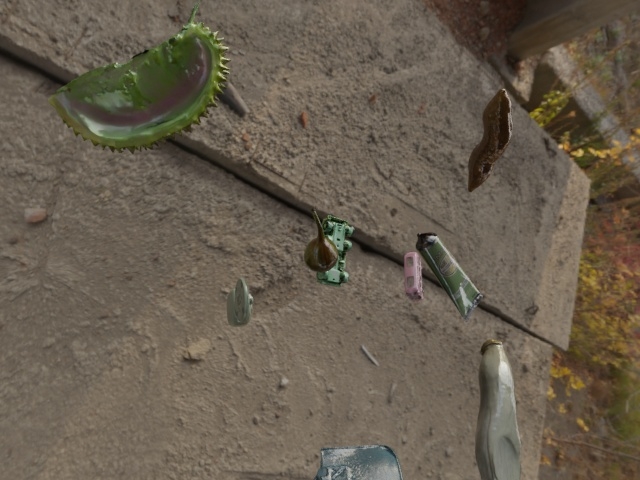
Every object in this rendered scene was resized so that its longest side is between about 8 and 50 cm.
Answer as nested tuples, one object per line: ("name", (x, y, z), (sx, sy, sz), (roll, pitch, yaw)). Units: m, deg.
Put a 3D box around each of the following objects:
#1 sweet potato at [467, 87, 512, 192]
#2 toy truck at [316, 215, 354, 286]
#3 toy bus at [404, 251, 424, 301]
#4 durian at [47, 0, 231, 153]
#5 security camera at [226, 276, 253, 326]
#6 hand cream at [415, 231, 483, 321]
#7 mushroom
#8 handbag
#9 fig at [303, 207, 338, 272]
("sweet potato", (0.328, -0.181, 0.785), (0.051, 0.065, 0.219), (-18, 133, -25))
("toy truck", (0.037, 0.049, 1.574), (0.128, 0.135, 0.260), (14, 72, -34))
("toy bus", (0.385, 0.147, 1.682), (0.090, 0.063, 0.203), (46, 40, -47))
("durian", (-0.329, -0.293, 0.801), (0.355, 0.158, 0.170), (-33, 139, -2))
("security camera", (-0.283, 0.232, 1.489), (0.080, 0.301, 0.157), (1, 71, -22))
("hand cream", (0.295, 0.073, 0.927), (0.086, 0.055, 0.235), (-45, 105, -26))
("mushroom", (0.411, 0.402, 0.941), (0.109, 0.097, 0.352), (69, 29, -56))
("handbag", (0.077, 0.506, 0.759), (0.179, 0.229, 0.062), (-1, 122, -3))
("fig", (0.000, 0.000, 1.382), (0.124, 0.124, 0.237), (-25, 127, -33))
